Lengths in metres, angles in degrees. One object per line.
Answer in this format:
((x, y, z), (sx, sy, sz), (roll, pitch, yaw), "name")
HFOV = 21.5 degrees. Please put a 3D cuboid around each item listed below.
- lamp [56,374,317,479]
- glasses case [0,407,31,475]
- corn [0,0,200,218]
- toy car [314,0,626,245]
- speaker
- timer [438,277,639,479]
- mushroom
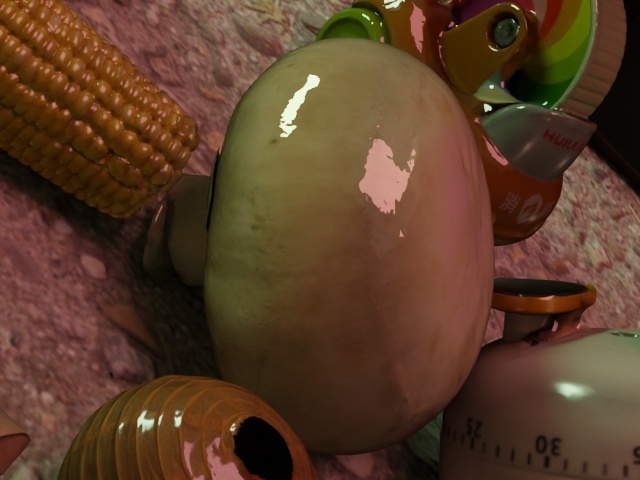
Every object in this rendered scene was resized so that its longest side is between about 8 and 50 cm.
((-0.065, 0.134, 0.837), (0.136, 0.136, 0.136), (33, 37, -29), "lamp")
((-0.220, 0.055, 0.770), (0.193, 0.070, 0.102), (46, 34, -11), "glasses case")
((-0.182, -0.108, 0.957), (0.244, 0.093, 0.093), (40, 34, -19), "corn")
((0.130, -0.122, 1.253), (0.145, 0.235, 0.235), (8, 53, -48), "toy car")
((0.330, -0.185, 1.631), (0.192, 0.153, 0.231), (44, 33, -16), "speaker")
((0.191, 0.152, 1.083), (0.233, 0.233, 0.240), (-5, 100, -54), "timer")
((0.000, 0.000, 1.005), (0.246, 0.202, 0.246), (9, 90, -73), "mushroom")
